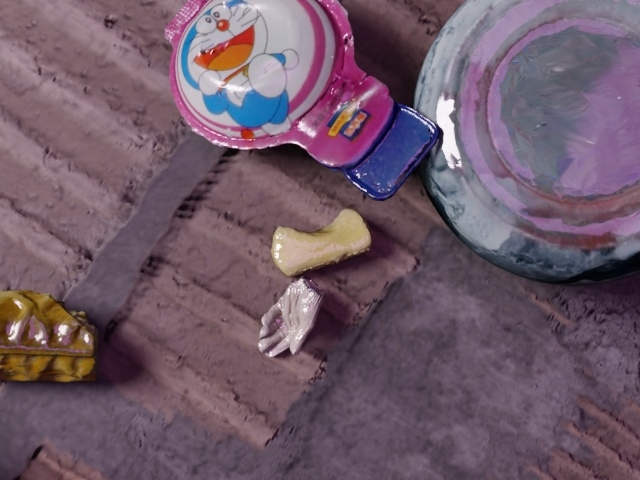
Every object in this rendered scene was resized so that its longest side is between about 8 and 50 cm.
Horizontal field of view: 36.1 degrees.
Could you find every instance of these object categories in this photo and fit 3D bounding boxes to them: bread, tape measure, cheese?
[{"bbox_3d":[-0.218,0.070,0.720,0.110,0.060,0.066,5,111,-13],"label":"bread"},{"bbox_3d":[0.210,-0.095,0.785,0.275,0.147,0.256,-23,82,7],"label":"tape measure"},{"bbox_3d":[-0.023,-0.123,0.761,0.244,0.062,0.155,38,85,20],"label":"cheese"},{"bbox_3d":[0.000,0.000,0.799,0.083,0.030,0.044,-19,94,-10],"label":"cheese"}]

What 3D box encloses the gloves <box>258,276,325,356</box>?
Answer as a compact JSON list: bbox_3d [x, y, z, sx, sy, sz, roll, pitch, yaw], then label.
[{"bbox_3d":[-0.019,0.060,0.781,0.081,0.037,0.044,-44,58,-1],"label":"gloves"}]
